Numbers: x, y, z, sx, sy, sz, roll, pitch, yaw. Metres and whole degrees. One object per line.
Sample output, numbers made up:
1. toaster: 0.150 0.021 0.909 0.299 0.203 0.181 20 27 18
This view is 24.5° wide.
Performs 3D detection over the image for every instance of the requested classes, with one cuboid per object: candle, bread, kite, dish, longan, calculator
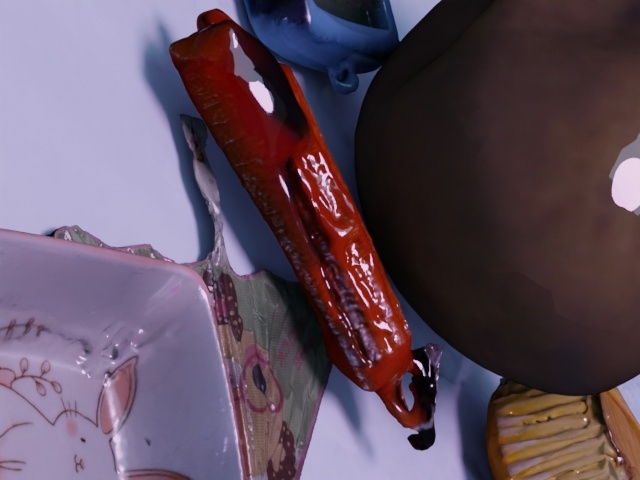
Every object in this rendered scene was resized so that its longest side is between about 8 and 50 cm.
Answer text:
1. candle: 0.000 0.000 0.877 0.084 0.059 0.301 -43 111 -52
2. bread: 0.191 0.173 1.096 0.132 0.114 0.190 -94 160 -45
3. kite: -0.052 0.056 0.818 0.323 0.013 0.267 17 59 -59
4. dish: -0.123 0.079 0.613 0.234 0.064 0.154 16 60 -59
5. longan: 0.161 -0.048 1.003 0.288 0.288 0.350 63 29 -17
6. calculator: -0.019 -0.240 1.019 0.173 0.051 0.293 2 72 -63
